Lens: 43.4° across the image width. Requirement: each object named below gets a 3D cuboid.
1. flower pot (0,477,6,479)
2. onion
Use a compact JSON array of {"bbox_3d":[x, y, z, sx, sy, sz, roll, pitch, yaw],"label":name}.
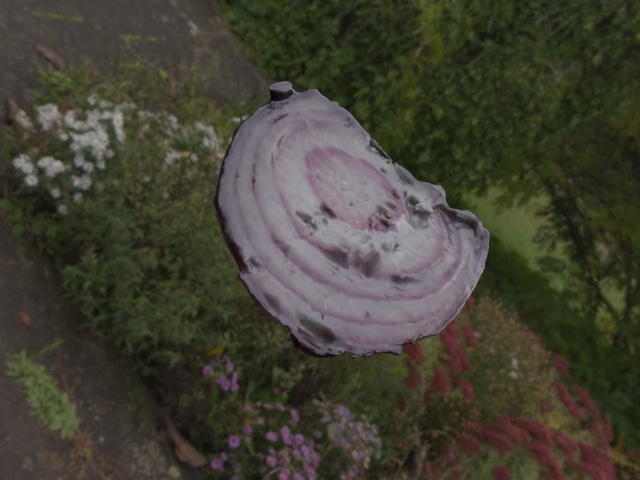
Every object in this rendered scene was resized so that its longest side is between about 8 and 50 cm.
[{"bbox_3d":[-0.446,0.371,0.868,0.302,0.302,0.213,51,-18,-6],"label":"flower pot"},{"bbox_3d":[0.000,0.000,0.876,0.314,0.146,0.280,46,53,2],"label":"onion"}]
